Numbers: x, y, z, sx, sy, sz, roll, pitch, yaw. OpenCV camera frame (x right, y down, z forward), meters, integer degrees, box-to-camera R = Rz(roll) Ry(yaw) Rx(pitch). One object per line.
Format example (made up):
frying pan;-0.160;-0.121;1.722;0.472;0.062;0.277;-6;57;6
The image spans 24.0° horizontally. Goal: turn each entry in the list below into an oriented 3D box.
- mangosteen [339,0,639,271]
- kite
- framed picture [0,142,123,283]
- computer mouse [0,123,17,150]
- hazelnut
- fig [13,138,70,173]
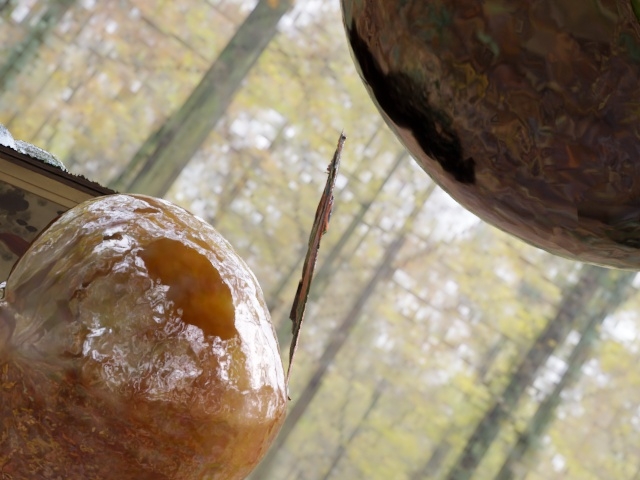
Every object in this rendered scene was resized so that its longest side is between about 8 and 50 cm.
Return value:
mangosteen;0.153;-0.144;0.704;0.300;0.300;0.300;32;-15;10
kite;0.000;0.000;1.381;0.016;0.321;0.234;14;-57;-4
framed picture;-0.227;0.021;1.055;0.195;0.199;0.010;24;28;-26
computer mouse;-0.428;-0.050;1.460;0.269;0.170;0.100;3;18;7
hazelnut;-0.101;0.069;0.800;0.182;0.182;0.182;32;-15;10
fig;-0.339;-0.019;1.596;0.117;0.177;0.117;24;-15;7
